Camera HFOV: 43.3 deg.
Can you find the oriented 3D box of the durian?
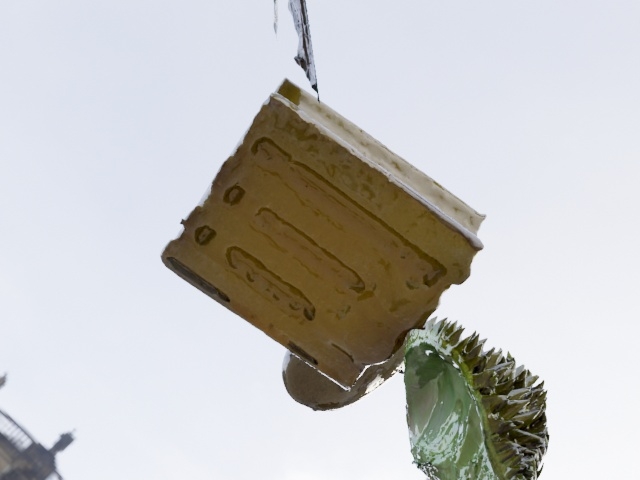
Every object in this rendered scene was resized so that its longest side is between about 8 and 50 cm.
[{"bbox_3d":[0.164,0.210,0.965,0.163,0.394,0.198,38,-87,-14],"label":"durian"}]

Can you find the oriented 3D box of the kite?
[{"bbox_3d":[-0.051,-0.339,0.890,0.014,0.406,0.368,-11,-21,-8],"label":"kite"}]

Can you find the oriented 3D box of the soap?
[{"bbox_3d":[0.000,0.000,0.905,0.281,0.143,0.259,35,-63,-9],"label":"soap"}]

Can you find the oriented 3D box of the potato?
[{"bbox_3d":[0.058,0.170,1.278,0.165,0.262,0.165,43,-31,34],"label":"potato"}]
